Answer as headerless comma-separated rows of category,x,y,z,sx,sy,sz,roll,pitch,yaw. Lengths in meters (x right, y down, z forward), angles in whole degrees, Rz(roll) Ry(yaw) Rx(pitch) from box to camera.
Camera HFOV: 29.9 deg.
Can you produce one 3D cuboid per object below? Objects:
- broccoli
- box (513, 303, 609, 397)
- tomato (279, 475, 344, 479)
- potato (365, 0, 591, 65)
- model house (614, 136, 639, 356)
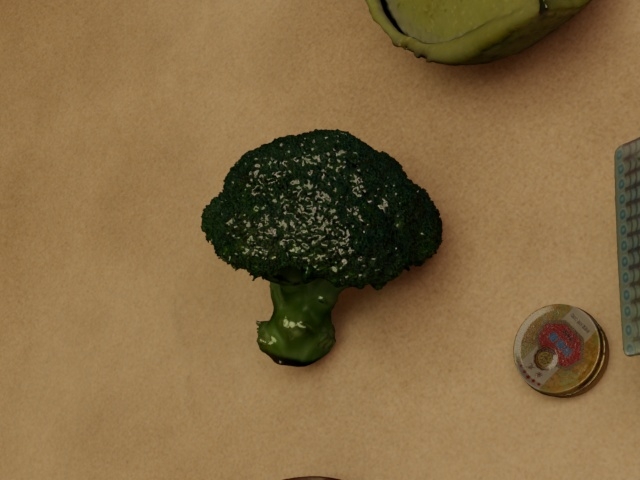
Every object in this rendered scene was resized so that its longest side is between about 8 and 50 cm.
broccoli,0.000,0.000,1.461,0.297,0.297,0.297,36,132,36
box,0.271,0.125,1.348,0.105,0.037,0.105,-12,67,29
tomato,-0.025,0.372,1.378,0.181,0.155,0.214,-15,64,23
potato,0.206,-0.356,1.488,0.280,0.213,0.330,-23,70,44
model house,0.399,0.016,1.198,0.198,0.215,0.224,-7,69,28
